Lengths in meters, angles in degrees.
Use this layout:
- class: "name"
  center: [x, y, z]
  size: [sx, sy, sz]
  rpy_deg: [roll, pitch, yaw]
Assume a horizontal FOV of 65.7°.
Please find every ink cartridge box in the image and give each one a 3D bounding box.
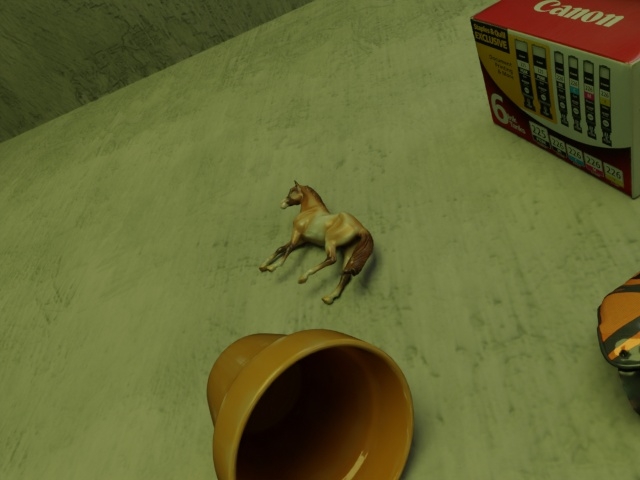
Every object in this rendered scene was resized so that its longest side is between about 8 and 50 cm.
- class: "ink cartridge box"
  center: [0.360, -0.256, 0.693]
  size: [0.130, 0.272, 0.309]
  rpy_deg: [-32, 38, -1]

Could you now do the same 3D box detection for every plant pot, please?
- class: "plant pot"
  center: [-0.035, 0.186, 0.549]
  size: [0.205, 0.205, 0.188]
  rpy_deg: [-46, 25, -18]

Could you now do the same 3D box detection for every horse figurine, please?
- class: "horse figurine"
  center: [0.000, 0.000, 0.818]
  size: [0.263, 0.066, 0.174]
  rpy_deg: [19, 66, 47]

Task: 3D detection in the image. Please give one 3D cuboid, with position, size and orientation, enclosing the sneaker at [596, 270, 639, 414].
- class: "sneaker"
  center: [0.362, 0.120, 0.406]
  size: [0.180, 0.124, 0.321]
  rpy_deg: [-33, 19, 8]
